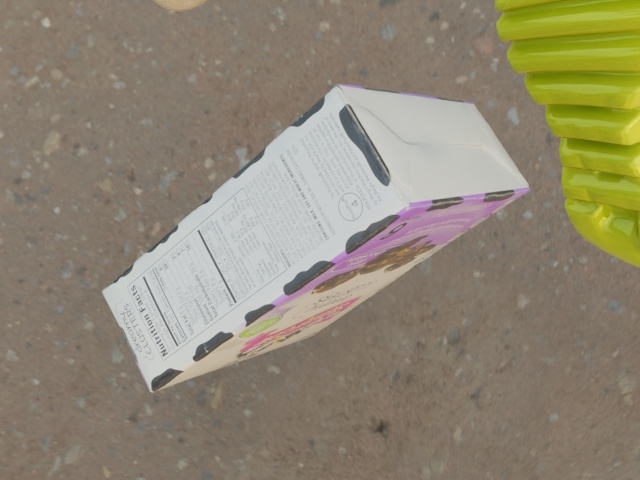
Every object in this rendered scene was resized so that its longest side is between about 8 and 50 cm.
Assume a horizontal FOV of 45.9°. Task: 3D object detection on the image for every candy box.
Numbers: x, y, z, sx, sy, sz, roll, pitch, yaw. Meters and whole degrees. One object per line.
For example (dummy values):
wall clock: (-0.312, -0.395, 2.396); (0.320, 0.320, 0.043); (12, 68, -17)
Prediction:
candy box: (0.000, 0.000, 0.441); (0.196, 0.165, 0.070); (-37, 76, 32)

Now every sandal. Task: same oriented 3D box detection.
sandal: (0.220, -0.129, 0.527); (0.138, 0.317, 0.126); (-45, 43, -18)

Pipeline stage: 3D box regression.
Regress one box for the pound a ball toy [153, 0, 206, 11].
pound a ball toy: (-0.126, -0.273, 0.290); (0.136, 0.319, 0.208); (-25, 44, 46)
